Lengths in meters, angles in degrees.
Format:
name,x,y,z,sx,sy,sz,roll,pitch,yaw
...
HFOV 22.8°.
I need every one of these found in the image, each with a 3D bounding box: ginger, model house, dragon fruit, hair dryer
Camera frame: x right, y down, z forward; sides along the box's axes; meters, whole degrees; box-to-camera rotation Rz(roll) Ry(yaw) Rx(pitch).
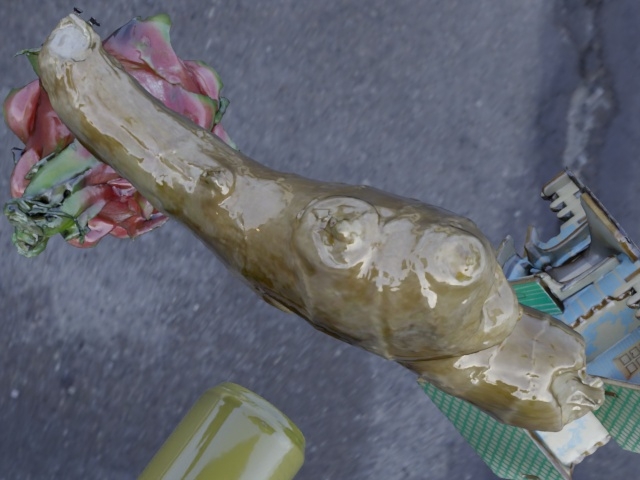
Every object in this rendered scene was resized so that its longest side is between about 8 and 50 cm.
name,x,y,z,sx,sy,sz,roll,pitch,yaw
ginger,0.000,0.000,0.791,0.333,0.148,0.081,28,83,3
model house,0.185,0.086,1.278,0.206,0.271,0.178,-38,122,8
dragon fruit,-0.145,-0.064,1.025,0.137,0.135,0.236,55,34,5
hair dryer,-0.010,0.234,1.128,0.278,0.090,0.135,42,69,-15
